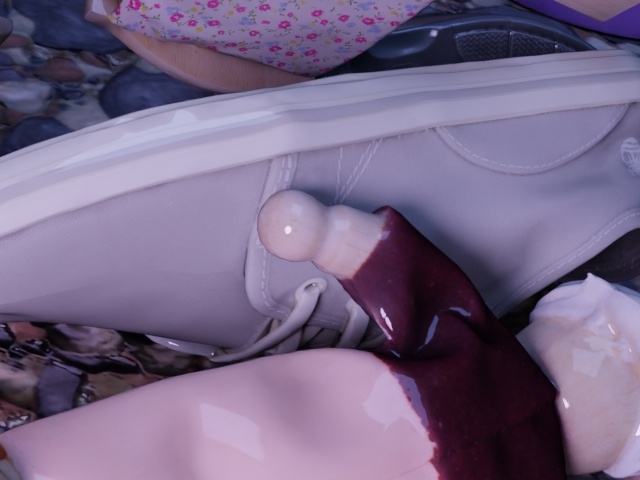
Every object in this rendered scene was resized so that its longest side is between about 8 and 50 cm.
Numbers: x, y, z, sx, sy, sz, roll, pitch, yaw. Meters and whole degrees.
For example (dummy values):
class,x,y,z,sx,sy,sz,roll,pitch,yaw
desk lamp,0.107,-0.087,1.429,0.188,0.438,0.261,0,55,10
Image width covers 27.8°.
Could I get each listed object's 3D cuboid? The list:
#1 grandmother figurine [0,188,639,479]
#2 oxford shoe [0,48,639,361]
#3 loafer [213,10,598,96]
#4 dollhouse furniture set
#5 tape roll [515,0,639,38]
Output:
class,x,y,z,sx,sy,sz,roll,pitch,yaw
grandmother figurine,0.022,0.080,0.494,0.342,0.208,0.104,-11,1,-36
oxford shoe,0.000,0.000,0.597,0.449,0.169,0.130,-11,86,-33
loafer,0.057,-0.110,0.816,0.267,0.096,0.084,-3,33,-24
dollhouse furniture set,-0.066,-0.070,0.620,0.355,0.303,0.174,15,67,-31
tape roll,0.240,-0.281,1.140,0.274,0.090,0.275,11,34,-8
